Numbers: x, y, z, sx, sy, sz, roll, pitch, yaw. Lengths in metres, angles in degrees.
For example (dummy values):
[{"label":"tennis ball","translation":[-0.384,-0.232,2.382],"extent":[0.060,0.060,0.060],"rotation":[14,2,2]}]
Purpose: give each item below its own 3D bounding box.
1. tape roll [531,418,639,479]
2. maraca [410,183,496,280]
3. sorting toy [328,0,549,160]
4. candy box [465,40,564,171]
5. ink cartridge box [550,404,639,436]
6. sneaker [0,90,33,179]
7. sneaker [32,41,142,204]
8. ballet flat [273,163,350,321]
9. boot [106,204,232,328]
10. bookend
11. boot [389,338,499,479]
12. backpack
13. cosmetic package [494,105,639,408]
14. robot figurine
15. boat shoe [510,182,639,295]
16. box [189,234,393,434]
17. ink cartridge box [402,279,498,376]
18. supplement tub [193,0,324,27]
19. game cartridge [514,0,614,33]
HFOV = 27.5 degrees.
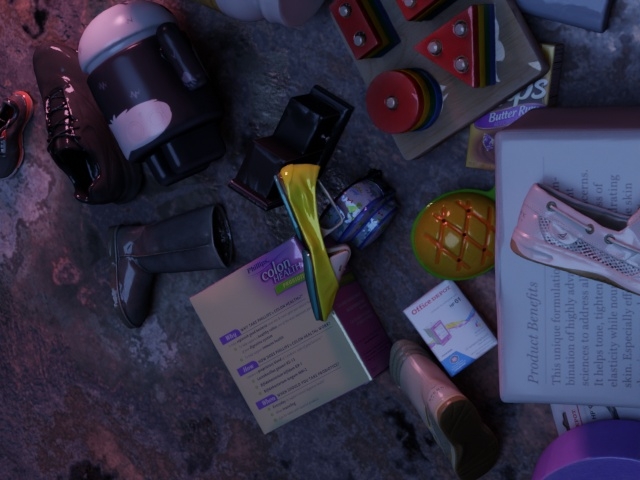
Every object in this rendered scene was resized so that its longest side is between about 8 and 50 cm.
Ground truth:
[{"label":"tape roll","translation":[0.421,0.384,1.805],"extent":[0.274,0.090,0.275],"rotation":[9,120,16]},{"label":"maraca","translation":[0.219,-0.016,1.857],"extent":[0.185,0.099,0.127],"rotation":[-23,93,1]},{"label":"sorting toy","translation":[0.140,-0.276,1.798],"extent":[0.257,0.089,0.255],"rotation":[-33,79,37]},{"label":"candy box","translation":[0.269,-0.187,1.819],"extent":[0.109,0.053,0.187],"rotation":[11,104,23]},{"label":"ink cartridge box","translation":[0.410,0.256,1.842],"extent":[0.180,0.060,0.104],"rotation":[-14,96,27]},{"label":"sneaker","translation":[-0.532,-0.175,2.187],"extent":[0.061,0.065,0.158],"rotation":[24,110,19]},{"label":"sneaker","translation":[-0.388,-0.186,2.082],"extent":[0.109,0.130,0.286],"rotation":[-29,87,29]},{"label":"ballet flat","translation":[0.000,0.000,1.849],"extent":[0.077,0.077,0.231],"rotation":[-17,100,-4]},{"label":"boot","translation":[-0.236,0.044,2.101],"extent":[0.208,0.076,0.190],"rotation":[-6,101,19]},{"label":"bookend","translation":[-0.042,-0.138,1.916],"extent":[0.072,0.156,0.157],"rotation":[33,112,16]},{"label":"boot","translation":[0.179,0.250,1.930],"extent":[0.077,0.213,0.165],"rotation":[-35,46,-7]},{"label":"backpack","translation":[0.059,-0.039,1.912],"extent":[0.084,0.114,0.105],"rotation":[44,114,11]},{"label":"cosmetic package","translation":[0.430,0.007,1.604],"extent":[0.393,0.327,0.329],"rotation":[1,101,16]},{"label":"robot figurine","translation":[-0.251,-0.228,1.988],"extent":[0.209,0.173,0.278],"rotation":[-28,88,16]},{"label":"boat shoe","translation":[0.345,0.003,1.404],"extent":[0.277,0.098,0.096],"rotation":[16,106,15]},{"label":"box","translation":[-0.039,0.134,1.994],"extent":[0.213,0.117,0.243],"rotation":[-31,88,27]},{"label":"ink cartridge box","translation":[0.190,0.124,1.909],"extent":[0.088,0.052,0.122],"rotation":[-38,83,8]},{"label":"supplement tub","translation":[-0.142,-0.446,1.857],"extent":[0.316,0.228,0.228],"rotation":[26,110,18]},{"label":"game cartridge","translation":[0.322,-0.444,1.740],"extent":[0.198,0.062,0.297],"rotation":[17,108,17]}]
